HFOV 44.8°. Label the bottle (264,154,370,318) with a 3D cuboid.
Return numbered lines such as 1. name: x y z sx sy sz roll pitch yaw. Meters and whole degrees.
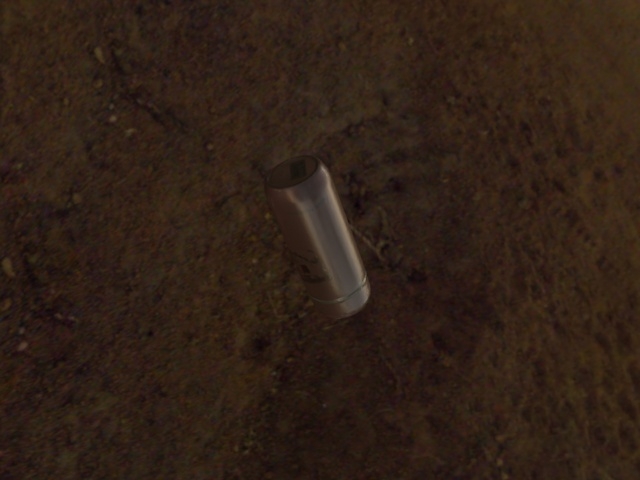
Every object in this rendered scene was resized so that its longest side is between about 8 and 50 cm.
1. bottle: 0.000 0.000 0.628 0.053 0.053 0.140 -58 138 -39
